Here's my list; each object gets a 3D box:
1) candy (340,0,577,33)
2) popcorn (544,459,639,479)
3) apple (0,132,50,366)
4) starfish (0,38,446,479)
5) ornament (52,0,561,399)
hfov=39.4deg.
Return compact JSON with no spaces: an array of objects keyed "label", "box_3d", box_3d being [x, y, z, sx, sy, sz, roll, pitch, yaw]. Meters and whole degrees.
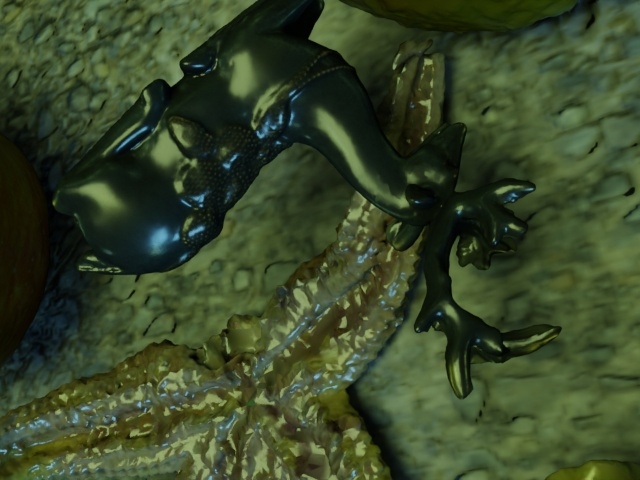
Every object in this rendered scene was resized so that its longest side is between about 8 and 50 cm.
[{"label":"candy","box_3d":[0.077,-0.238,0.474,0.259,0.118,0.260,-2,86,38]},{"label":"popcorn","box_3d":[0.146,0.199,0.378,0.173,0.168,0.195,14,94,62]},{"label":"apple","box_3d":[-0.348,-0.018,0.685,0.250,0.277,0.309,-38,92,15]},{"label":"starfish","box_3d":[-0.047,0.136,0.539,0.397,0.132,0.384,-21,74,9]},{"label":"ornament","box_3d":[0.000,0.000,0.458,0.202,0.080,0.236,-45,77,-4]}]
